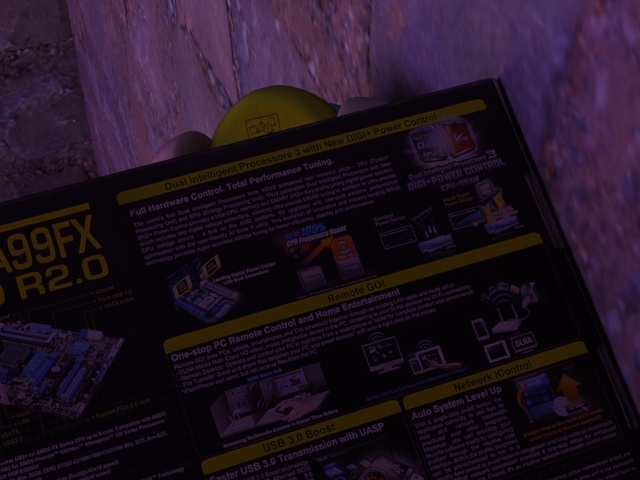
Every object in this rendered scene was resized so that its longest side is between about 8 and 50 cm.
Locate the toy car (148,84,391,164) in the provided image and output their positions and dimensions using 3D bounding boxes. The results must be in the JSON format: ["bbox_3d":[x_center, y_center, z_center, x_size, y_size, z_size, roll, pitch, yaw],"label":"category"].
[{"bbox_3d":[0.000,0.000,0.710,0.136,0.159,0.182,-33,-70,-65],"label":"toy car"}]

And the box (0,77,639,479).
[{"bbox_3d":[-0.017,0.067,0.517,0.060,0.270,0.216,112,139,-68],"label":"box"}]
